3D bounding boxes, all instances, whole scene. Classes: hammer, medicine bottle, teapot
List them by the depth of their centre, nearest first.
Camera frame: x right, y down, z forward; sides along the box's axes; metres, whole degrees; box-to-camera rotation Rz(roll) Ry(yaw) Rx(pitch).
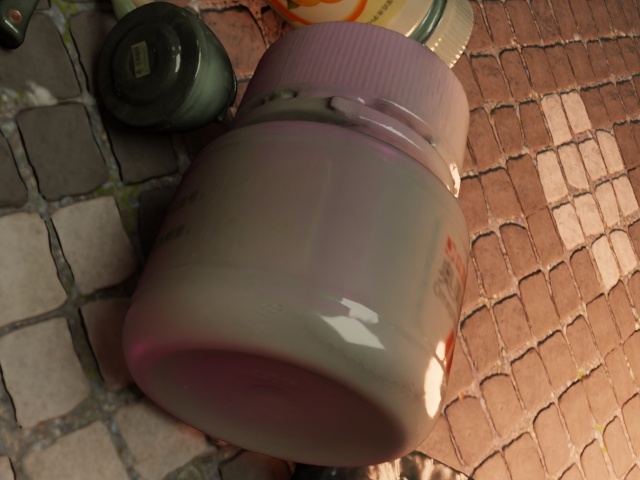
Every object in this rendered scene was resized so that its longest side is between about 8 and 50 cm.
[{"bbox_3d":[0.000,0.000,0.730,0.256,0.256,0.324,40,50,-30],"label":"medicine bottle"},{"bbox_3d":[-0.226,-0.283,0.760,0.111,0.033,0.287,37,52,-31],"label":"hammer"},{"bbox_3d":[-0.140,-0.152,0.774,0.111,0.149,0.108,-62,153,6],"label":"teapot"},{"bbox_3d":[0.011,-0.299,0.924,0.318,0.158,0.158,34,53,-33],"label":"medicine bottle"}]

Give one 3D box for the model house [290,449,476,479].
[{"bbox_3d":[0.132,0.291,0.729,0.253,0.291,0.184,33,71,-34],"label":"model house"}]
